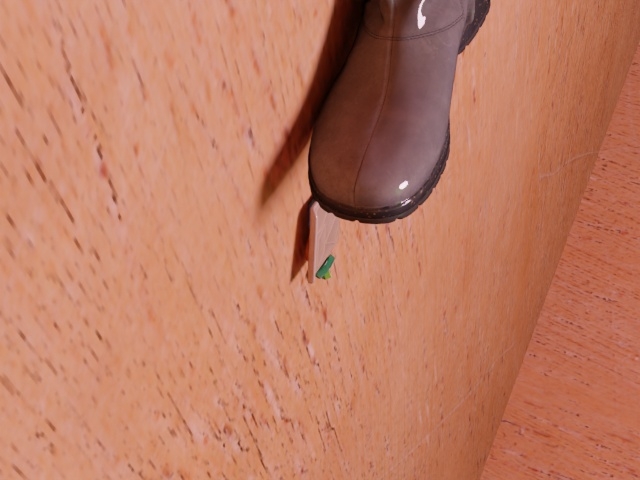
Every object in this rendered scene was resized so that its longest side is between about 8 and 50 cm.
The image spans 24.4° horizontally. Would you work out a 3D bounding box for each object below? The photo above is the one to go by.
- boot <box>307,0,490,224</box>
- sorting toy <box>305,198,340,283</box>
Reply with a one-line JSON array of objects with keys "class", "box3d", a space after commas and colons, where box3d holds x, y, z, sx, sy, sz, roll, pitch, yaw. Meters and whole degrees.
[{"class": "boot", "box3d": [0.042, -0.144, 0.859, 0.161, 0.083, 0.246, 80, 24, -49]}, {"class": "sorting toy", "box3d": [0.000, 0.000, 0.970, 0.062, 0.012, 0.083, -61, 159, -53]}]
